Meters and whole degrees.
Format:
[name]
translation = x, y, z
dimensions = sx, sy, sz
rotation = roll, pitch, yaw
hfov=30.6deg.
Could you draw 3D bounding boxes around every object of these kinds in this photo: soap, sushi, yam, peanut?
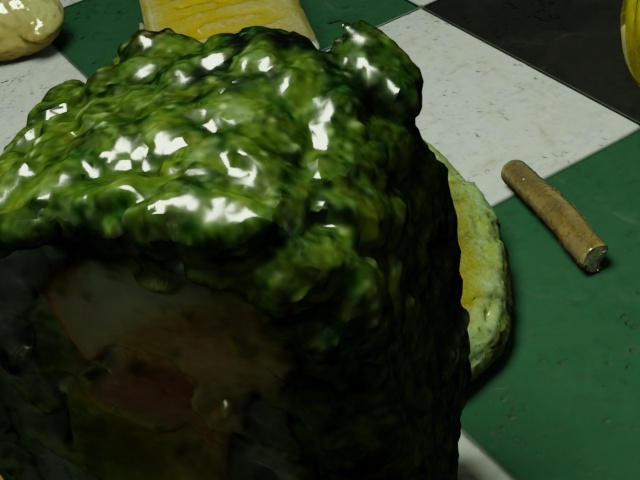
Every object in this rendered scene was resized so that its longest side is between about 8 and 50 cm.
[soap]
translation = -0.105, -0.225, 1.262
dimensions = 0.173, 0.089, 0.274
rotation = -15, 38, -6
[sushi]
translation = -0.069, 0.059, 0.666
dimensions = 0.294, 0.352, 0.178
rotation = 4, 43, 16
[yam]
translation = 0.193, -0.024, 0.968
dimensions = 0.032, 0.032, 0.145
rotation = -19, 37, -10
[peanut]
translation = -0.419, -0.270, 1.391
dimensions = 0.263, 0.101, 0.117
rotation = 12, 63, 28

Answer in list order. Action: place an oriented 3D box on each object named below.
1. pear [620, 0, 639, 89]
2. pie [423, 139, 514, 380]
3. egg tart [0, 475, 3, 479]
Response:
[pear]
translation = 0.411, -0.170, 0.941
dimensions = 0.336, 0.285, 0.285
rotation = 30, 31, -20
[pie]
translation = 0.000, 0.000, 0.914
dimensions = 0.323, 0.070, 0.323
rotation = 7, 41, -6
[egg tart]
translation = -0.306, 0.226, 0.729
dimensions = 0.279, 0.095, 0.279
rotation = -11, 34, 8
